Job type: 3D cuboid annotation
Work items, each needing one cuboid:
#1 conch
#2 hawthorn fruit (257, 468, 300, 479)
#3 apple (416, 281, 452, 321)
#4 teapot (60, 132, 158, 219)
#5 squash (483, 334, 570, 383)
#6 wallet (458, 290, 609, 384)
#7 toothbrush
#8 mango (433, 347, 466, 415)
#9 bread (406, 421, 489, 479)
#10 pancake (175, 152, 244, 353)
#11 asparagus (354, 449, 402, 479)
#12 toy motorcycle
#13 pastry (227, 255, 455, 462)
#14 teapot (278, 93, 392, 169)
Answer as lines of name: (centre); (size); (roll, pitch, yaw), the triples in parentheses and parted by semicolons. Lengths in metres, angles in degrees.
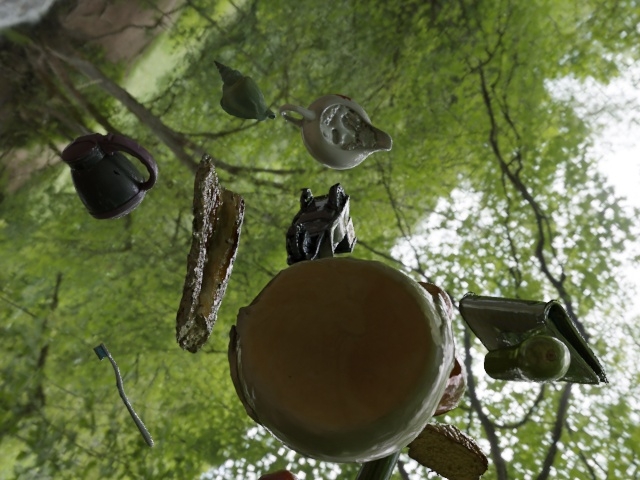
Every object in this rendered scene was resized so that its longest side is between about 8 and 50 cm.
conch: (-0.173, -0.319, 1.214); (0.088, 0.180, 0.065); (-43, 179, -33)
hawthorn fruit: (-0.089, 0.544, 1.169); (0.125, 0.125, 0.140); (-57, -176, -6)
apple: (0.271, 0.189, 1.488); (0.163, 0.163, 0.139); (-101, -175, -68)
teapot: (-0.372, -0.116, 0.979); (0.148, 0.146, 0.116); (7, -131, 34)
squash: (0.366, 0.215, 1.005); (0.083, 0.083, 0.250); (-59, 175, -14)
wallet: (0.443, 0.207, 1.205); (0.077, 0.223, 0.309); (-38, -171, -14)
toothbrush: (-0.267, 0.214, 0.775); (0.017, 0.162, 0.014); (-31, -171, -29)
mango: (0.190, 0.268, 1.219); (0.199, 0.350, 0.201); (0, -111, 42)
bread: (0.379, 0.627, 1.671); (0.143, 0.229, 0.139); (-65, 160, 6)
pancake: (-0.153, -0.003, 0.796); (0.245, 0.057, 0.266); (101, -3, -46)
asparagus: (0.096, 0.410, 0.989); (0.060, 0.067, 0.278); (8, -123, 39)
toy motorcycle: (0.000, 0.000, 0.972); (0.090, 0.157, 0.263); (-6, -154, 18)
pastry: (0.026, 0.131, 0.658); (0.133, 0.264, 0.265); (74, 38, -56)
teapot: (0.022, -0.209, 1.079); (0.092, 0.226, 0.145); (-22, -123, 63)
